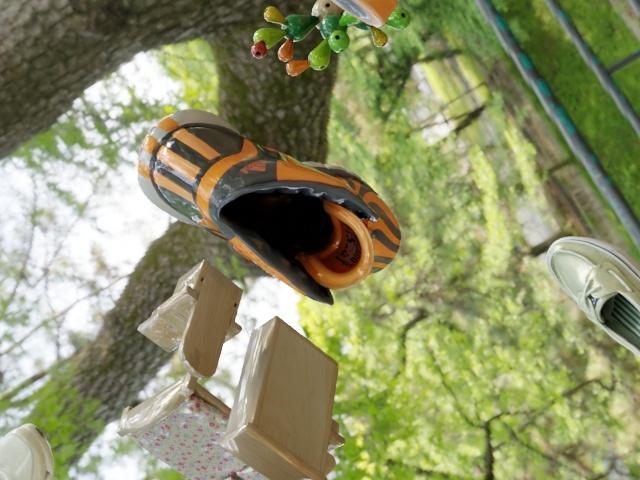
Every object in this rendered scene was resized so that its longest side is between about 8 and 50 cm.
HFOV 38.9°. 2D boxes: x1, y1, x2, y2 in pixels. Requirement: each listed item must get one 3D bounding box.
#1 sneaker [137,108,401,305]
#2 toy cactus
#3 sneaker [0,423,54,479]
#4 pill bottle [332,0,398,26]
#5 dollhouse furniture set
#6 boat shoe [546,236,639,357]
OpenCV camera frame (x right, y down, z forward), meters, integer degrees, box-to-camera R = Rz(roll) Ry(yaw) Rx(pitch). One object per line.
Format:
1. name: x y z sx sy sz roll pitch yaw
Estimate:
1. sneaker: 0.000 0.000 0.794 0.321 0.125 0.180 17 -168 -47
2. toy cactus: 0.009 -0.312 1.265 0.180 0.218 0.112 -98 -12 -59
3. sneaker: -0.472 0.378 1.232 0.110 0.292 0.118 38 -173 22
4. pill bottle: 0.092 -0.336 0.890 0.130 0.246 0.130 33 -177 -2
5. dollhouse furniture set: -0.159 0.245 1.057 0.303 0.355 0.174 41 -148 -22
6. boat shoe: 0.446 0.085 1.365 0.094 0.109 0.302 -3 -149 -37
